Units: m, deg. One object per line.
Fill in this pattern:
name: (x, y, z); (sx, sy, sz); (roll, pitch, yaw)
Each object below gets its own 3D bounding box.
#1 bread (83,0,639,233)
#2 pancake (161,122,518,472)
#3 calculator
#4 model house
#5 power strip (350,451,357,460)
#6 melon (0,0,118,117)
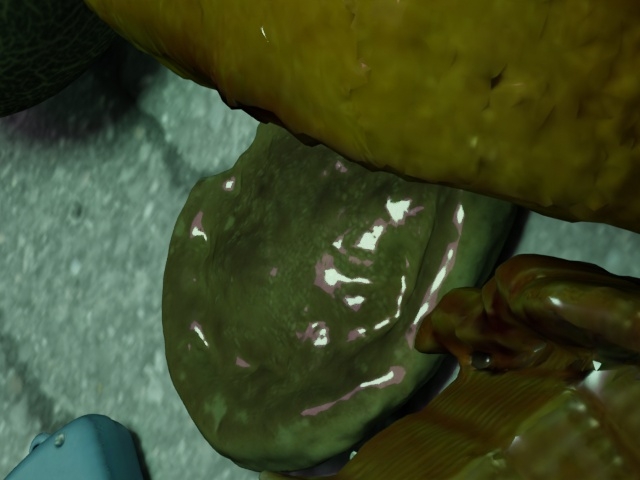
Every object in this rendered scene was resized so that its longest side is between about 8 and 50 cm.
bread: (0.064, -0.128, 0.716); (0.358, 0.337, 0.204); (37, 110, 55)
pancake: (-0.001, -0.001, 0.944); (0.236, 0.042, 0.222); (-34, 49, 30)
calculator: (-0.128, 0.189, 1.003); (0.121, 0.039, 0.210); (-41, 49, 25)
model house: (0.122, 0.102, 0.705); (0.229, 0.199, 0.219); (-35, 88, -5)
power strip: (0.056, 0.160, 0.833); (0.047, 0.030, 0.191); (-51, 46, 18)
melon: (-0.199, -0.221, 1.089); (0.237, 0.237, 0.301); (-1, 71, 45)
